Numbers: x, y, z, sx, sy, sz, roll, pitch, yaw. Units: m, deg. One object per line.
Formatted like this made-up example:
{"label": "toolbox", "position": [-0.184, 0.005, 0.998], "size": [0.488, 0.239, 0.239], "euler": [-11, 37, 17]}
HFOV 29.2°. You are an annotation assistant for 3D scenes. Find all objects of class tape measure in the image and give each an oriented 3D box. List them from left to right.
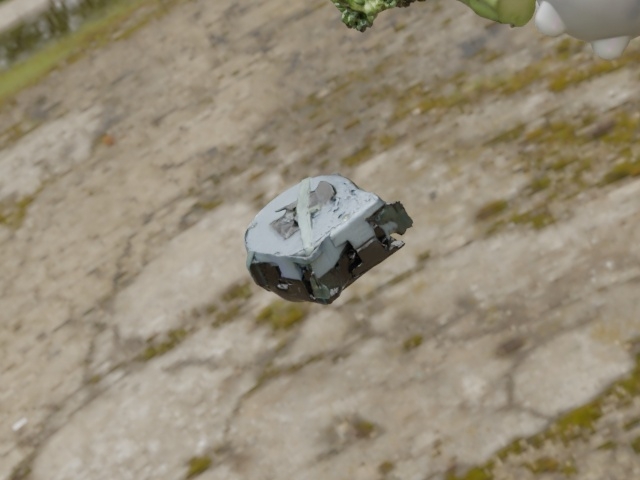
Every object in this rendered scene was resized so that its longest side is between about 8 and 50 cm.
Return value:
{"label": "tape measure", "position": [-0.002, 0.000, 0.760], "size": [0.091, 0.054, 0.094], "euler": [-41, 30, -17]}

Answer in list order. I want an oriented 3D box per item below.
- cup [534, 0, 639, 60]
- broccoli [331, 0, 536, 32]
{"label": "cup", "position": [0.277, -0.239, 1.109], "size": [0.134, 0.173, 0.142], "euler": [-38, -26, -59]}
{"label": "broccoli", "position": [0.128, -0.353, 1.386], "size": [0.288, 0.235, 0.260], "euler": [-47, 29, -1]}
